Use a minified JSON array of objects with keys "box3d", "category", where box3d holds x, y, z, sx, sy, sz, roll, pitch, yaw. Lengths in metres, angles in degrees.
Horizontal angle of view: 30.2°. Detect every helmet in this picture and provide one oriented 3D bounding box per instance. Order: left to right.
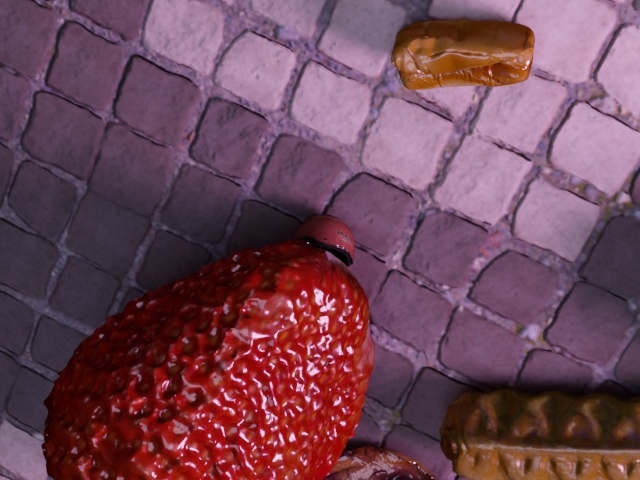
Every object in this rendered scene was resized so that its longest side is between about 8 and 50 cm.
[{"box3d":[-0.001,-0.001,1.215,0.084,0.049,0.065,-12,146,39],"category":"helmet"}]

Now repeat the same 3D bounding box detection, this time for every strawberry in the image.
[{"box3d":[-0.091,0.147,1.197,0.351,0.312,0.267,-52,47,14],"category":"strawberry"}]

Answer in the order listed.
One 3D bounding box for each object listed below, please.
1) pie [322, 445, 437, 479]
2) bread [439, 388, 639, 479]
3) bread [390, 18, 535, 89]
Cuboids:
[{"box3d":[0.062,0.269,1.316,0.170,0.034,0.092,2,116,15],"category":"pie"},{"box3d":[0.254,0.204,1.207,0.269,0.087,0.098,0,115,16],"category":"bread"},{"box3d":[0.133,-0.173,1.096,0.132,0.074,0.053,3,123,16],"category":"bread"}]
